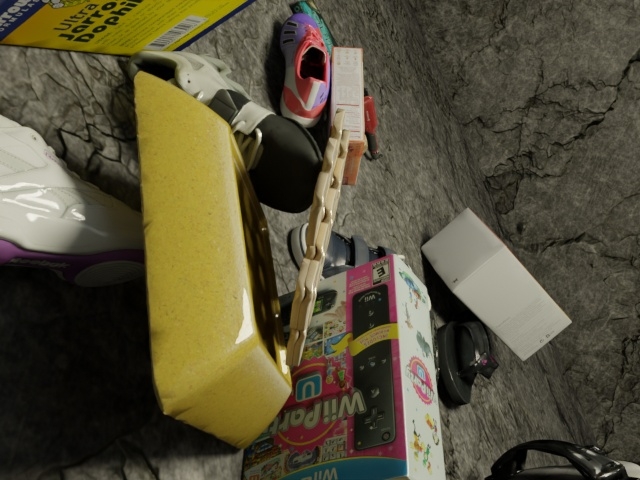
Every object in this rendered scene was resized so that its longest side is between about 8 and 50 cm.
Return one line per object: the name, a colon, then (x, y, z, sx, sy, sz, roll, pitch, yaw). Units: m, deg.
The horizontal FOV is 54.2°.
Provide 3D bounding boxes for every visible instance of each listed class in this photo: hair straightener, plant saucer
hair straightener: (0.114, -0.280, 1.489, 0.230, 0.047, 0.089, 61, 7, -53)
plant saucer: (-0.100, 0.036, 0.681, 0.332, 0.081, 0.332, 75, 3, -66)

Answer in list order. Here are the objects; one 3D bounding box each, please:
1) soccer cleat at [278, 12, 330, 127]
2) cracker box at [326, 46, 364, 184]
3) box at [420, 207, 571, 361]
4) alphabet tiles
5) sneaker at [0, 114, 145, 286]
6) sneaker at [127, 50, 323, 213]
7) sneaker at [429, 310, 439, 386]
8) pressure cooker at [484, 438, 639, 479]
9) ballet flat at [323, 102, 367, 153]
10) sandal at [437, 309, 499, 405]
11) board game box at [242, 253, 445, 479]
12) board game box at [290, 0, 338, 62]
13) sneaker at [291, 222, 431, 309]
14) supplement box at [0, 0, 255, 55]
soccer cleat: (-0.023, -0.370, 1.257, 0.109, 0.116, 0.318, 13, 52, -17)
cracker box: (0.047, -0.248, 1.257, 0.155, 0.067, 0.232, 98, -6, -63)
box: (0.452, 0.115, 1.618, 0.345, 0.168, 0.215, 42, 12, -30)
alphabet tiles: (0.000, 0.000, 0.738, 0.277, 0.021, 0.284, 99, 4, -46)
sneaker: (-0.248, -0.040, 0.585, 0.305, 0.114, 0.152, 18, 54, -57)
sneaker: (-0.137, -0.143, 0.805, 0.330, 0.122, 0.146, 42, 26, 30)
sneaker: (0.155, 0.208, 1.160, 0.286, 0.130, 0.109, 69, 21, -54)
pressure cooker: (0.476, 0.582, 1.160, 0.375, 0.370, 0.420, 8, 65, -65)
ballet flat: (0.043, -0.284, 1.401, 0.067, 0.073, 0.206, -24, 87, -50)
sandal: (0.376, 0.255, 1.536, 0.167, 0.107, 0.446, 66, 25, -2)
board game box: (0.027, 0.188, 0.794, 0.097, 0.224, 0.303, 46, 32, -38)
board game box: (0.000, -0.500, 1.540, 0.186, 0.026, 0.126, 61, 27, -12)
sneaker: (0.083, 0.056, 1.129, 0.321, 0.128, 0.126, 41, 37, -40)
supplement box: (-0.257, -0.353, 0.735, 0.194, 0.195, 0.356, 66, 26, -2)
